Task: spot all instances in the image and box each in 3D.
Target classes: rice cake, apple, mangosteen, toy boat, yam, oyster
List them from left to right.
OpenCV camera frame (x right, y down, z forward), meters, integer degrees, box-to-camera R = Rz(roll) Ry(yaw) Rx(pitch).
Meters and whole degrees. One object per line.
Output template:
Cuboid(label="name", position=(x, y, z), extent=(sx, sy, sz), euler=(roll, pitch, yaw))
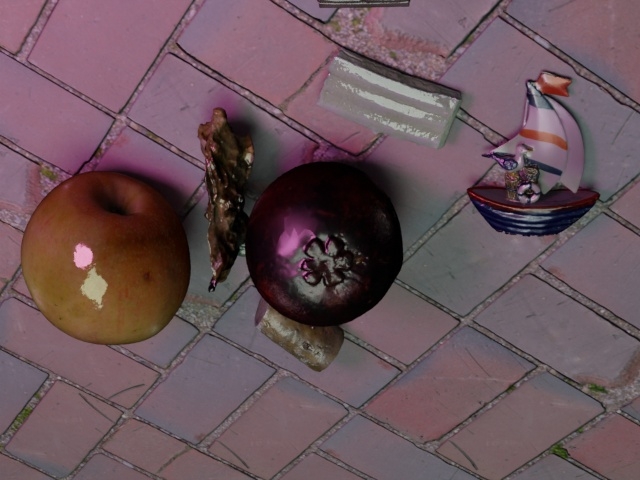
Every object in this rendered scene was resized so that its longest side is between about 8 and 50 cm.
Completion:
Cuboid(label="apple", position=(-0.397, 0.026, 2.038), extent=(0.319, 0.319, 0.277), euler=(17, 137, -3))
Cuboid(label="oyster", position=(-0.176, -0.087, 1.990), extent=(0.096, 0.221, 0.361), euler=(-5, 116, -13))
Cuboid(label="yam", position=(-0.052, 0.176, 2.236), extent=(0.194, 0.107, 0.107), euler=(37, 129, -20))
Cuboid(label="mangosteen", position=(0.009, 0.006, 1.965), extent=(0.297, 0.293, 0.297), euler=(0, 91, 12))
Cuboid(label="rice cake", position=(0.118, -0.237, 1.857), extent=(0.237, 0.043, 0.127), euler=(19, 135, -4))
Cuboid(label="toy boat", position=(0.396, -0.134, 1.888), extent=(0.219, 0.072, 0.318), euler=(23, 123, -5))

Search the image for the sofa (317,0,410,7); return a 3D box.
Cuboid(label="sofa", position=(0.070, -0.406, 1.682), extent=(0.147, 0.085, 0.060), euler=(2, 136, 11))

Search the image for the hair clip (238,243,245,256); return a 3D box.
Cuboid(label="hair clip", position=(-0.104, 0.022, 2.151), extent=(0.229, 0.036, 0.066), euler=(15, 129, 9))
